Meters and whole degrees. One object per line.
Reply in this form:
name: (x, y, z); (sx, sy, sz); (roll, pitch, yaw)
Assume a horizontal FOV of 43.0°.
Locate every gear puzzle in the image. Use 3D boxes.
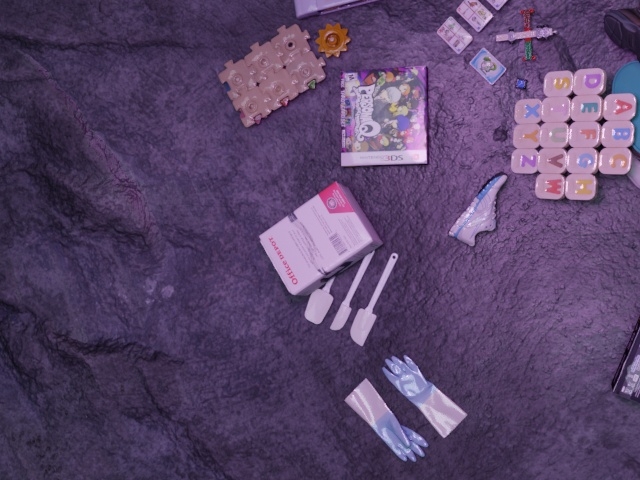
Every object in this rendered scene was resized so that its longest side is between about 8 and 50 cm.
gear puzzle: (-0.079, -0.431, 2.002); (0.339, 0.044, 0.175); (-30, 81, 12)

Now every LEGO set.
LEGO set: (0.416, -0.465, 1.865); (0.244, 0.060, 0.182); (47, 115, 11)

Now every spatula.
spatula: (0.077, 0.114, 1.977); (0.168, 0.019, 0.242); (26, 98, 15)

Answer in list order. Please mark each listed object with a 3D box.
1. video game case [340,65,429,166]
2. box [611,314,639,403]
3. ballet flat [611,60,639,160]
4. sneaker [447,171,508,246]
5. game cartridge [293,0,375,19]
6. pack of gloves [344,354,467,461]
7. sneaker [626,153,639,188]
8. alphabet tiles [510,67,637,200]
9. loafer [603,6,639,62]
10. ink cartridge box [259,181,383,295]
video game case: (0.152, -0.292, 1.934); (0.210, 0.042, 0.232); (0, 91, 15)
box: (0.842, 0.200, 1.720); (0.318, 0.097, 0.395); (21, 96, 16)
ballet flat: (0.757, -0.180, 1.667); (0.164, 0.182, 0.483); (-46, 38, 28)
sneaker: (0.380, -0.069, 1.867); (0.083, 0.071, 0.191); (36, 109, 6)
game cartridge: (0.066, -0.661, 1.946); (0.297, 0.062, 0.198); (-10, 92, 16)
pack of gloves: (0.198, 0.402, 1.935); (0.232, 0.046, 0.195); (45, 103, 10)
sneaker: (0.744, -0.117, 1.741); (0.212, 0.094, 0.080); (42, 103, 12)
alphabet tiles: (0.544, -0.230, 1.774); (0.278, 0.021, 0.284); (6, 93, 41)
loafer: (0.696, -0.417, 1.696); (0.084, 0.096, 0.267); (-23, 46, -3)
ink cartridge box: (0.000, 0.000, 1.946); (0.237, 0.100, 0.172); (-35, 74, 14)
